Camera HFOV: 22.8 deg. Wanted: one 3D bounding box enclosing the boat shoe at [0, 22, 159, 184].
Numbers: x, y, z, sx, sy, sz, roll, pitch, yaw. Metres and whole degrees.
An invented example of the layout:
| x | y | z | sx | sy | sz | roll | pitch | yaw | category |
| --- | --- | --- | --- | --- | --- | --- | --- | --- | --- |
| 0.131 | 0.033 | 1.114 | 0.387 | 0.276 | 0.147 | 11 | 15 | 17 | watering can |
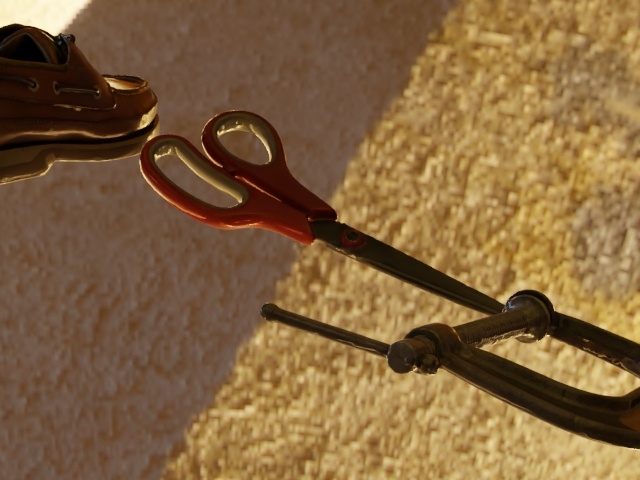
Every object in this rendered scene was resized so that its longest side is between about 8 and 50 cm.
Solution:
| x | y | z | sx | sy | sz | roll | pitch | yaw | category |
| --- | --- | --- | --- | --- | --- | --- | --- | --- | --- |
| -0.208 | -0.113 | 1.211 | 0.110 | 0.104 | 0.307 | 4 | -167 | 18 | boat shoe |

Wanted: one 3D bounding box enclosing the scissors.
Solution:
| x | y | z | sx | sy | sz | roll | pitch | yaw | category |
| --- | --- | --- | --- | --- | --- | --- | --- | --- | --- |
| 0.000 | 0.000 | 1.103 | 0.297 | 0.021 | 0.109 | 38 | -129 | 24 | scissors |

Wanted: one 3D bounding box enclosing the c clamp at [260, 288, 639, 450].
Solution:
| x | y | z | sx | sy | sz | roll | pitch | yaw | category |
| --- | --- | --- | --- | --- | --- | --- | --- | --- | --- |
| 0.077 | 0.040 | 0.590 | 0.137 | 0.022 | 0.160 | 23 | -167 | 30 | c clamp |
